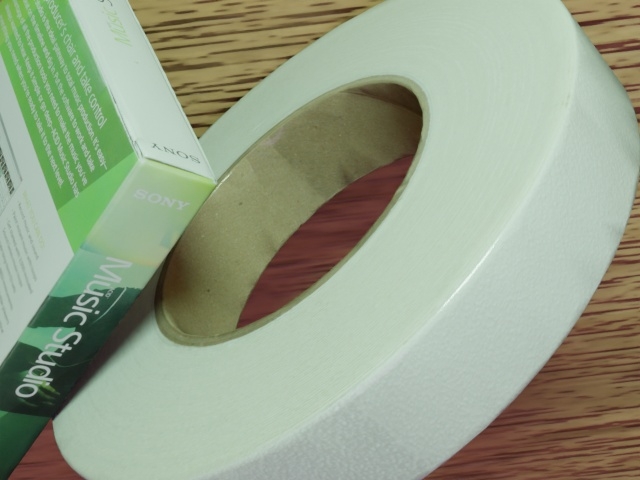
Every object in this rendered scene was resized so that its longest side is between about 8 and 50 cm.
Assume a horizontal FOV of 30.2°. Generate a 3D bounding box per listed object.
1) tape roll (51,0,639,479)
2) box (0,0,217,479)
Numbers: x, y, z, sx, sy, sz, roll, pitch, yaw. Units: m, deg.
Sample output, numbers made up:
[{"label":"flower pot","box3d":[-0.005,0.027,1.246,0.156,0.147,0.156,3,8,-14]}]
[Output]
[{"label":"tape roll","box3d":[0.000,0.000,0.710,0.392,0.392,0.072,-35,119,18]},{"label":"box","box3d":[-0.200,0.001,0.748,0.058,0.232,0.322,14,125,-39]}]
